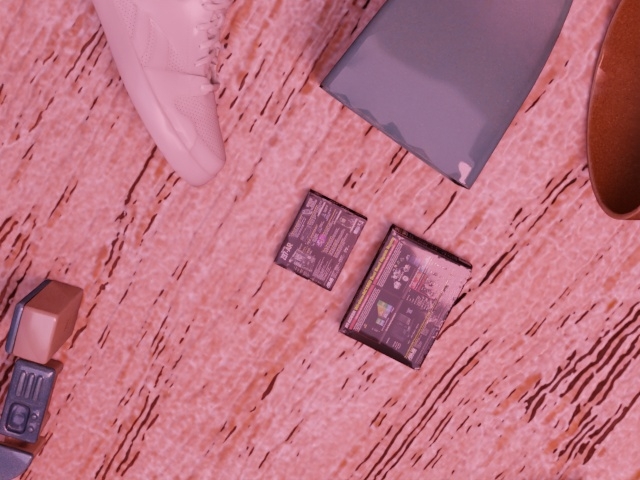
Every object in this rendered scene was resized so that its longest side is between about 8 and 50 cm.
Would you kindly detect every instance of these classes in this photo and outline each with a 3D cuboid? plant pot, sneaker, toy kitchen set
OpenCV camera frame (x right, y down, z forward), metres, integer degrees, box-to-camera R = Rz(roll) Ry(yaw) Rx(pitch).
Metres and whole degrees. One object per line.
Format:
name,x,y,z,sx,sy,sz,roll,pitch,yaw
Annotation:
plant pot,0.133,-0.193,1.535,0.165,0.166,0.234,35,93,-3
sneaker,-0.114,-0.210,1.569,0.169,0.108,0.292,-21,97,10
plant pot,0.409,-0.120,1.507,0.254,0.237,0.237,8,101,-11
toy kitchen set,-0.353,0.135,1.639,0.166,0.122,0.207,16,101,1

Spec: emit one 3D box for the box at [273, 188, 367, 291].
box,0.000,0.000,1.644,0.067,0.018,0.083,26,101,-1

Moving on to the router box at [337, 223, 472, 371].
router box,0.085,0.058,1.640,0.092,0.038,0.122,27,101,-2
